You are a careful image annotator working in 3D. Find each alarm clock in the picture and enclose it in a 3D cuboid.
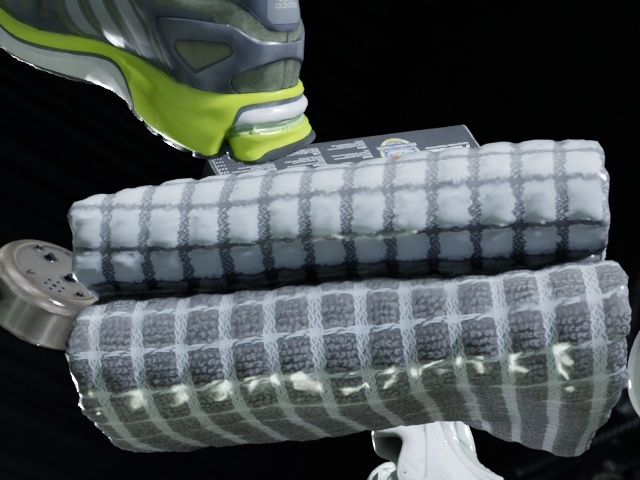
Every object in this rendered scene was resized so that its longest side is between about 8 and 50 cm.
[{"bbox_3d":[-0.293,0.053,1.264,0.129,0.192,0.064,43,-63,28],"label":"alarm clock"}]

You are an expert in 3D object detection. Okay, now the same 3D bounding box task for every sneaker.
[{"bbox_3d":[-0.113,-0.158,0.786,0.300,0.111,0.121,28,-59,32],"label":"sneaker"},{"bbox_3d":[0.091,0.269,1.400,0.037,0.083,0.032,38,-46,47],"label":"sneaker"},{"bbox_3d":[0.123,0.262,1.242,0.232,0.115,0.090,-125,-153,-45],"label":"sneaker"}]

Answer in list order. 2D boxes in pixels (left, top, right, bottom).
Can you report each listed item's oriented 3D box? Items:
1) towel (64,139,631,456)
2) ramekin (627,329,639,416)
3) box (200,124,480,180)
[{"bbox_3d":[0.028,0.049,0.615,0.235,0.283,0.121,-7,-104,9],"label":"towel"},{"bbox_3d":[0.612,0.200,1.877,0.273,0.273,0.127,-56,-150,5],"label":"ramekin"},{"bbox_3d":[0.000,0.000,1.141,0.060,0.270,0.216,61,-36,29],"label":"box"}]
